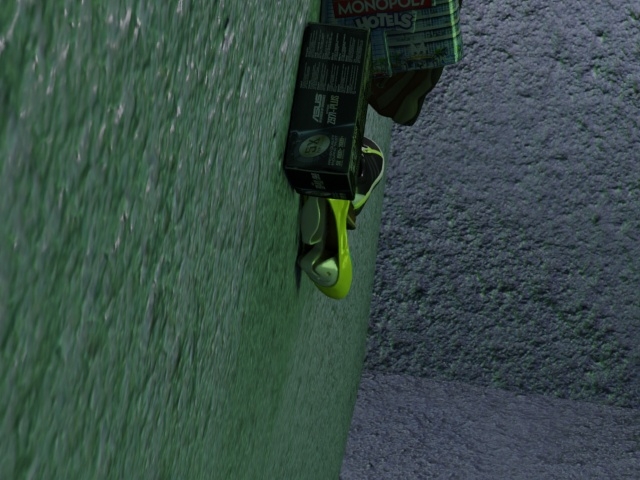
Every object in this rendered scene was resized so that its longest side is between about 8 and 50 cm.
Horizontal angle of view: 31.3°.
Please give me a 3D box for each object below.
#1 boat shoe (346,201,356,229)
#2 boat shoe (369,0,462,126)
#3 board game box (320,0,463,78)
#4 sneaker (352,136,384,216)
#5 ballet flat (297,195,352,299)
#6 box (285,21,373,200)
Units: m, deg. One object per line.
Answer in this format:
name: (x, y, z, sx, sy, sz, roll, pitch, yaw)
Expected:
boat shoe: (0.024, -0.054, 1.720, 0.178, 0.064, 0.060, 55, 45, -78)
boat shoe: (0.116, -0.270, 1.644, 0.324, 0.119, 0.123, 113, -5, -64)
board game box: (0.077, -0.310, 1.467, 0.060, 0.194, 0.194, -73, 155, -59)
sneaker: (0.061, -0.129, 1.899, 0.235, 0.084, 0.097, -75, 170, -54)
ballet flat: (0.000, 0.000, 1.584, 0.077, 0.077, 0.231, -44, 145, -45)
box: (0.013, -0.152, 1.386, 0.147, 0.077, 0.180, 67, 31, -80)
